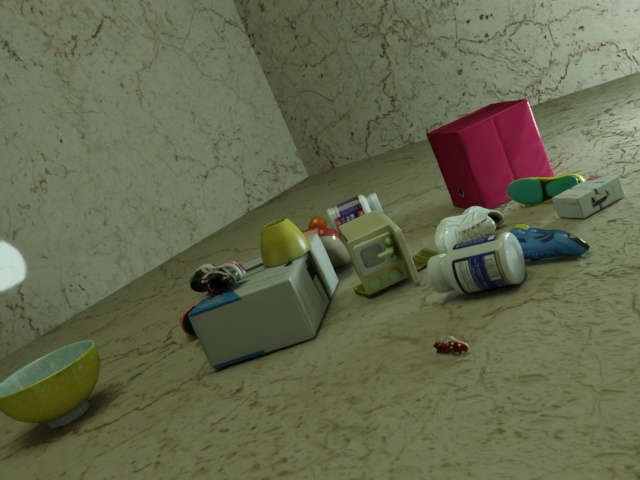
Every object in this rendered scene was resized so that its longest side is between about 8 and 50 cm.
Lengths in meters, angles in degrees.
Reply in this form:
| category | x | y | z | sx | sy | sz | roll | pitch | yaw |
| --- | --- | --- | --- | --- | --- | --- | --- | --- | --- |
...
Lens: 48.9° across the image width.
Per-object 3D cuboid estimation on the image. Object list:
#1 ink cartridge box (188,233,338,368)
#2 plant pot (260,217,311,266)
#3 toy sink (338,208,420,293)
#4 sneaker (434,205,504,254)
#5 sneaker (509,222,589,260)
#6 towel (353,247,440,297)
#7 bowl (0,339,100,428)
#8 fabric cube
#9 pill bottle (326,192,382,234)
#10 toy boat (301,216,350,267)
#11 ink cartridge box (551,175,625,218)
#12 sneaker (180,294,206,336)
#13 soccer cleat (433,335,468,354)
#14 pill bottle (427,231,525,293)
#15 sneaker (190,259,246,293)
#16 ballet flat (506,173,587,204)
| category | x | y | z | sx | sy | sz | roll | pitch | yaw |
| --- | --- | --- | --- | --- | --- | --- | --- | --- | --- |
| ink cartridge box | -0.136 | 0.149 | 1.865 | 0.285 | 0.166 | 0.395 | -20 | 12 | 15 |
| plant pot | -0.103 | -0.002 | 1.828 | 0.134 | 0.095 | 0.134 | -21 | 13 | 5 |
| toy sink | 0.141 | 0.034 | 1.794 | 0.131 | 0.153 | 0.234 | -24 | 18 | -3 |
| sneaker | 0.394 | -0.032 | 1.837 | 0.232 | 0.090 | 0.115 | -33 | 18 | -34 |
| sneaker | 0.485 | 0.018 | 1.525 | 0.209 | 0.069 | 0.082 | 15 | 72 | 58 |
| towel | 0.204 | 0.083 | 1.851 | 0.237 | 0.021 | 0.102 | -27 | 12 | -16 |
| bowl | -0.704 | 0.403 | 1.873 | 0.289 | 0.156 | 0.289 | -23 | 12 | 5 |
| fabric cube | 0.522 | -0.265 | 2.191 | 0.259 | 0.258 | 0.254 | -25 | 13 | -8 |
| pill bottle | 0.128 | -0.103 | 2.607 | 0.193 | 0.108 | 0.108 | -23 | 12 | 5 |
| toy boat | 0.000 | 0.000 | 2.128 | 0.150 | 0.151 | 0.231 | -15 | -27 | 14 |
| ink cartridge box | 0.655 | -0.106 | 1.722 | 0.135 | 0.056 | 0.099 | -26 | 12 | -14 |
| sneaker | -0.303 | 0.181 | 2.179 | 0.313 | 0.116 | 0.136 | -28 | 11 | -21 |
| soccer cleat | 0.243 | 0.189 | 1.291 | 0.035 | 0.029 | 0.083 | -36 | 12 | -32 |
| pill bottle | 0.330 | 0.055 | 1.507 | 0.186 | 0.112 | 0.112 | -15 | 15 | 35 |
| sneaker | -0.274 | 0.101 | 1.775 | 0.178 | 0.072 | 0.077 | -22 | 21 | 39 |
| ballet flat | 0.626 | -0.140 | 1.926 | 0.077 | 0.077 | 0.230 | -6 | 0 | -40 |
